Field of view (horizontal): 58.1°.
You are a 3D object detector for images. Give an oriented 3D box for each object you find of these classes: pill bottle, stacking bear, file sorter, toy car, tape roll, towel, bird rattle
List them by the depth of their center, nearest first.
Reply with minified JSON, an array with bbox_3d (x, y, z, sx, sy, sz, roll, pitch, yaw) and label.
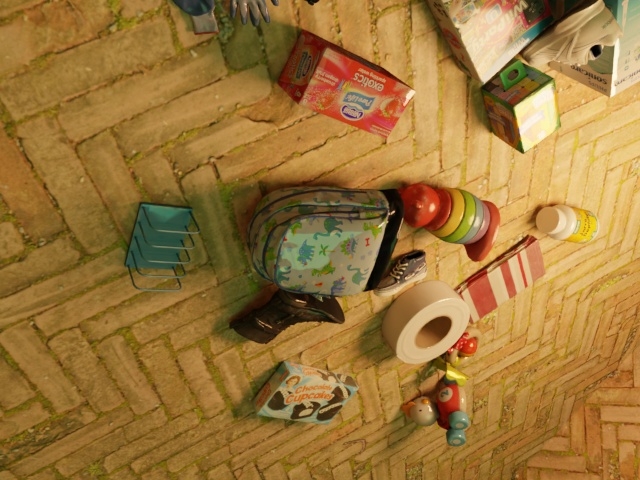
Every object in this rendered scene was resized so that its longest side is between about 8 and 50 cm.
[{"bbox_3d":[-0.350,0.019,1.277,0.118,0.104,0.170,5,122,-33],"label":"file sorter"},{"bbox_3d":[0.338,-0.072,1.584,0.289,0.175,0.164,16,117,-30],"label":"stacking bear"},{"bbox_3d":[0.344,0.271,1.889,0.286,0.100,0.286,-17,132,-19],"label":"tape roll"},{"bbox_3d":[0.808,-0.056,1.892,0.208,0.117,0.117,7,120,-34],"label":"pill bottle"},{"bbox_3d":[0.630,0.142,2.003,0.329,0.037,0.237,-35,137,0],"label":"towel"},{"bbox_3d":[0.501,0.382,2.088,0.207,0.143,0.253,-18,119,-33],"label":"bird rattle"},{"bbox_3d":[0.429,0.639,2.198,0.238,0.219,0.210,1,129,4],"label":"toy car"}]

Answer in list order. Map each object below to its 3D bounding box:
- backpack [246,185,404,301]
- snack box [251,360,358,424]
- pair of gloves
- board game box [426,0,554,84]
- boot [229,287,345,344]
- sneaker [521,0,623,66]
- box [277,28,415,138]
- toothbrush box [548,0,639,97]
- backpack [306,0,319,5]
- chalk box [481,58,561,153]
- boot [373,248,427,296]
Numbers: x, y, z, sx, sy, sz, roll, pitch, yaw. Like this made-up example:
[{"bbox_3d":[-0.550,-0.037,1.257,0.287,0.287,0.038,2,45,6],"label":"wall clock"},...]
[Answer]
[{"bbox_3d":[0.000,0.000,1.387,0.355,0.273,0.290,14,118,-11],"label":"backpack"},{"bbox_3d":[-0.044,0.500,1.868,0.322,0.060,0.187,24,110,-40],"label":"snack box"},{"bbox_3d":[-0.178,-0.447,1.032,0.198,0.023,0.159,-7,142,2],"label":"pair of gloves"},{"bbox_3d":[0.364,-0.536,1.268,0.224,0.097,0.303,-43,136,5],"label":"board game box"},{"bbox_3d":[-0.089,0.215,1.585,0.263,0.091,0.229,27,125,-34],"label":"boot"},{"bbox_3d":[0.576,-0.456,1.344,0.111,0.297,0.129,-44,94,-4],"label":"sneaker"},{"bbox_3d":[0.057,-0.328,1.231,0.257,0.122,0.128,13,118,-37],"label":"box"},{"bbox_3d":[0.663,-0.524,1.369,0.126,0.216,0.295,-29,133,-8],"label":"toothbrush box"},{"bbox_3d":[-0.030,-0.514,1.059,0.105,0.084,0.114,14,122,-35],"label":"backpack"},{"bbox_3d":[0.510,-0.356,1.469,0.132,0.132,0.213,-36,135,-1],"label":"chalk box"},{"bbox_3d":[0.234,0.093,1.716,0.190,0.069,0.086,-25,127,-22],"label":"boot"}]
